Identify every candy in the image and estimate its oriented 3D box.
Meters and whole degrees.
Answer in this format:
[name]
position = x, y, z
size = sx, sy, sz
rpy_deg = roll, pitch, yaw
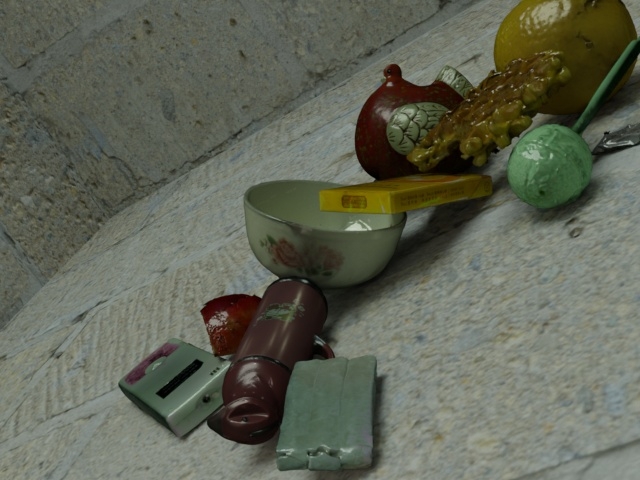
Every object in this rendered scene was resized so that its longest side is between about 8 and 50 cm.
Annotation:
[candy]
position = 0.423, -0.207, 1.366
size = 0.440, 0.119, 0.119
rpy_deg = -48, 21, -30

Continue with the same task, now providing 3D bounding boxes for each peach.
[peach]
position = -0.150, 0.138, 1.495
size = 0.127, 0.092, 0.172
rpy_deg = -11, 0, 18

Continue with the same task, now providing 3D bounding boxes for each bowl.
[bowl]
position = 0.000, 0.000, 1.496
size = 0.277, 0.145, 0.277
rpy_deg = 7, 21, -3

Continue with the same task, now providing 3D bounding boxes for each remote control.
[remote control]
position = -0.249, 0.244, 1.534
size = 0.145, 0.050, 0.344
rpy_deg = -39, 17, -19

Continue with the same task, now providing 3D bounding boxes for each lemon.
[lemon]
position = 0.422, -0.334, 1.562
size = 0.254, 0.228, 0.228
rpy_deg = -4, 31, 34

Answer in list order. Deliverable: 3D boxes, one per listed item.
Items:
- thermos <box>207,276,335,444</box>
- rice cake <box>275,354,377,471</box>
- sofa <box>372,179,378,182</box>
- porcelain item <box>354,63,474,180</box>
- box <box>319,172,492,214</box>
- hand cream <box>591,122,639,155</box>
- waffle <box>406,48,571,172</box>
[thermos]
position = -0.057, 0.182, 1.276
size = 0.109, 0.136, 0.330
rpy_deg = -58, 5, 27
[rice cake]
position = 0.013, 0.209, 1.079
size = 0.124, 0.038, 0.211
rpy_deg = -4, 23, 2
[sofa]
position = 0.138, -0.106, 1.771
size = 0.039, 0.060, 0.118
rpy_deg = -13, 25, 38
[porcelain item]
position = 0.178, -0.224, 1.666
size = 0.253, 0.253, 0.253
rpy_deg = -31, 16, 10
[box]
position = 0.144, -0.079, 1.457
size = 0.152, 0.043, 0.269
rpy_deg = 6, 13, 43
[hand cream]
position = 0.513, -0.191, 1.308
size = 0.257, 0.050, 0.084
rpy_deg = -35, 9, 47
[waffle]
position = 0.278, -0.205, 1.417
size = 0.260, 0.069, 0.293
rpy_deg = -44, 13, -7
